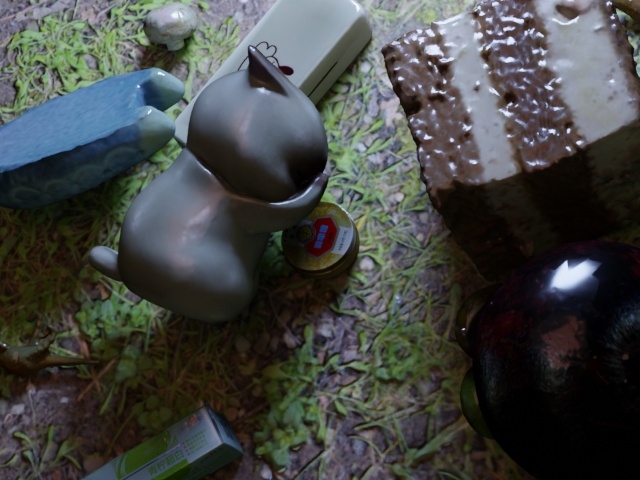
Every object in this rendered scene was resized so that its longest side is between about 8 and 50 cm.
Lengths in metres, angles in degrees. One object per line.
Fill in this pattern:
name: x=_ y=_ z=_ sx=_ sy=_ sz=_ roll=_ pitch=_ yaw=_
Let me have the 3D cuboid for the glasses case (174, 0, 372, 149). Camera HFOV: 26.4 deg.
glasses case: x=-0.068 y=-0.228 z=1.947 sx=0.131 sy=0.070 sz=0.313 roll=36 pitch=83 yaw=29

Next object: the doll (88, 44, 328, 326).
doll: x=-0.123 y=-0.049 z=1.774 sx=0.226 sy=0.215 sz=0.370 roll=39 pitch=97 yaw=12

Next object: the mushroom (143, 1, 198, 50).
mushroom: x=-0.224 y=-0.322 z=2.049 sx=0.083 sy=0.067 sz=0.083 roll=-12 pitch=28 yaw=6

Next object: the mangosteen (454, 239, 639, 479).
mangosteen: x=0.306 y=0.144 z=1.545 sx=0.300 sy=0.300 sz=0.300 roll=-8 pitch=65 yaw=16

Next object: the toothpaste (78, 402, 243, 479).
toothpaste: x=-0.264 y=0.328 z=1.761 sx=0.336 sy=0.081 sz=0.067 roll=-32 pitch=64 yaw=4

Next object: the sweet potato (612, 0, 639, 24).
sweet potato: x=0.475 y=-0.297 z=1.796 sx=0.218 sy=0.051 sz=0.065 roll=26 pitch=80 yaw=27

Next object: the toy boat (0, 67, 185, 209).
toy boat: x=-0.340 y=-0.127 z=1.964 sx=0.329 sy=0.123 sz=0.215 roll=-20 pitch=32 yaw=11

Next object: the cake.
cake: x=0.264 y=-0.139 z=1.685 sx=0.290 sy=0.256 sz=0.282 roll=-20 pitch=63 yaw=15

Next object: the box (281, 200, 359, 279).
box: x=0.000 y=0.000 z=1.839 sx=0.105 sy=0.037 sz=0.106 roll=-8 pitch=64 yaw=17

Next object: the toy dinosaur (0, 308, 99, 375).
toy dinosaur: x=-0.401 y=0.173 z=1.909 sx=0.162 sy=0.039 sz=0.126 roll=37 pitch=92 yaw=24
